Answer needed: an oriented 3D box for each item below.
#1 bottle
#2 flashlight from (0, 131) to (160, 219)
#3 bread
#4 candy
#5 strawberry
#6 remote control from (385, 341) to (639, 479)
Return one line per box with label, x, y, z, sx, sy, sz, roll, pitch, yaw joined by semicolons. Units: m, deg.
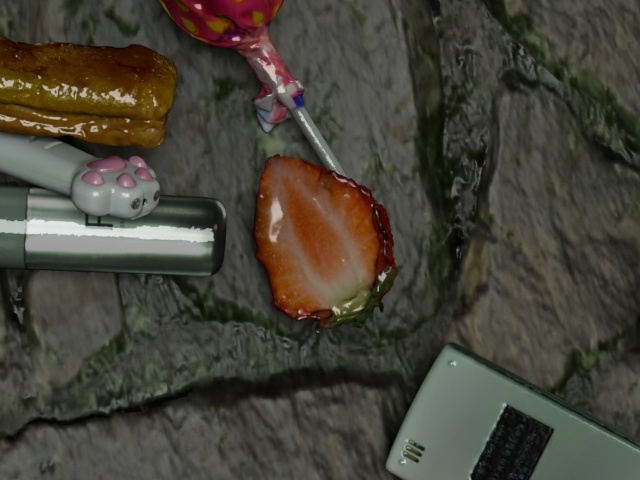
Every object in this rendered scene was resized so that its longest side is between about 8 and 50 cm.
bottle;-0.218;-0.014;1.265;0.254;0.079;0.096;2;46;-9
flashlight;-0.239;-0.071;1.235;0.200;0.093;0.047;21;115;26
bread;-0.271;-0.155;1.252;0.271;0.139;0.077;9;116;-7
candy;-0.032;-0.150;1.303;0.124;0.124;0.365;-35;101;-11
strawberry;0.000;0.000;1.292;0.146;0.082;0.187;-32;85;14
remote control;0.238;0.234;1.250;0.344;0.050;0.145;28;94;16
